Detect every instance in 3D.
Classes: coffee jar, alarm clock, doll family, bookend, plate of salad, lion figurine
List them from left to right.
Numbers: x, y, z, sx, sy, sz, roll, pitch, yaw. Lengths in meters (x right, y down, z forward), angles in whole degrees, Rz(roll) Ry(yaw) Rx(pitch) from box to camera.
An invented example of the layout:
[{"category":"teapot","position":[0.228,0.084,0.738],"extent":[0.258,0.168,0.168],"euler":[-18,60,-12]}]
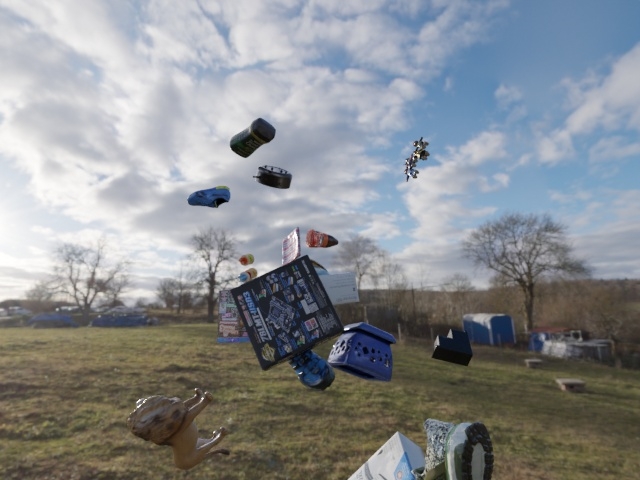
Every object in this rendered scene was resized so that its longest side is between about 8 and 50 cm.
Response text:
[{"category":"lion figurine","position":[-0.453,0.650,1.337],"extent":[0.142,0.391,0.240],"euler":[1,27,44]},{"category":"coffee jar","position":[-0.258,-0.390,1.535],"extent":[0.185,0.078,0.096],"euler":[-22,-37,40]},{"category":"alarm clock","position":[-0.164,-0.237,1.479],"extent":[0.130,0.064,0.192],"euler":[18,15,7]},{"category":"plate of salad","position":[-0.031,0.171,2.148],"extent":[0.200,0.048,0.199],"euler":[27,-31,18]},{"category":"doll family","position":[0.408,-0.348,1.741],"extent":[0.076,0.192,0.111],"euler":[29,9,-22]},{"category":"bookend","position":[0.568,0.455,1.768],"extent":[0.158,0.072,0.156],"euler":[12,30,3]}]

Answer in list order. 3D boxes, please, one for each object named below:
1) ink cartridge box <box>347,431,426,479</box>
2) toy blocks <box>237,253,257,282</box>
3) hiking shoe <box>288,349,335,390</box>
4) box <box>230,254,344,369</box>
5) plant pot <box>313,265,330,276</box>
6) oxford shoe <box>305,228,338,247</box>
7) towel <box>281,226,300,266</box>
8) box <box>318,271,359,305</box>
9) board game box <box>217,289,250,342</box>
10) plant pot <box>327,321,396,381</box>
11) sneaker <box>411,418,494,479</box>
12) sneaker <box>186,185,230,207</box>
[{"category":"ink cartridge box","position":[0.237,0.878,1.420],"extent":[0.129,0.307,0.223],"euler":[39,10,-12]},{"category":"toy blocks","position":[-0.348,0.129,1.852],"extent":[0.054,0.123,0.148],"euler":[-13,3,14]},{"category":"hiking shoe","position":[-0.075,0.407,1.396],"extent":[0.304,0.113,0.132],"euler":[26,-21,50]},{"category":"box","position":[-0.112,0.236,1.349],"extent":[0.294,0.295,0.073],"euler":[-26,-20,-5]},{"category":"plant pot","position":[-0.070,0.269,1.896],"extent":[0.294,0.292,0.235],"euler":[-5,-2,8]},{"category":"oxford shoe","position":[0.000,0.000,2.089],"extent":[0.099,0.096,0.271],"euler":[10,5,-25]},{"category":"towel","position":[-0.156,0.036,2.123],"extent":[0.029,0.196,0.144],"euler":[23,-46,-31]},{"category":"box","position":[0.021,0.195,1.539],"extent":[0.181,0.118,0.182],"euler":[-4,-10,-29]},{"category":"board game box","position":[-0.460,0.434,2.299],"extent":[0.141,0.290,0.232],"euler":[-6,-14,19]},{"category":"plant pot","position":[0.197,0.507,1.853],"extent":[0.236,0.211,0.236],"euler":[26,-24,-14]},{"category":"sneaker","position":[0.310,0.640,1.002],"extent":[0.158,0.409,0.182],"euler":[16,-11,-33]},{"category":"sneaker","position":[-0.493,-0.176,1.765],"extent":[0.210,0.082,0.069],"euler":[-12,-28,12]}]
